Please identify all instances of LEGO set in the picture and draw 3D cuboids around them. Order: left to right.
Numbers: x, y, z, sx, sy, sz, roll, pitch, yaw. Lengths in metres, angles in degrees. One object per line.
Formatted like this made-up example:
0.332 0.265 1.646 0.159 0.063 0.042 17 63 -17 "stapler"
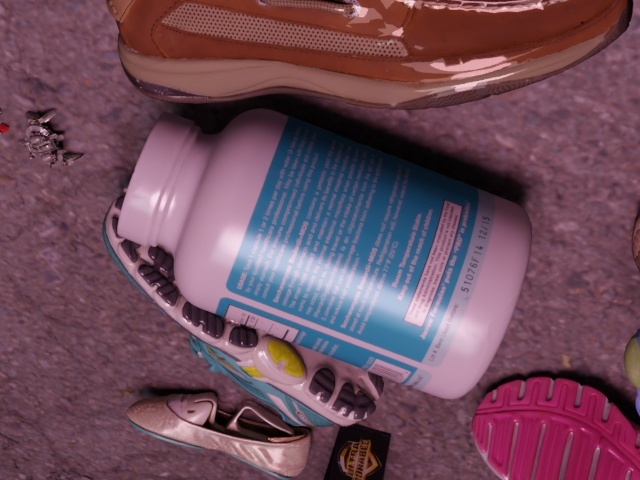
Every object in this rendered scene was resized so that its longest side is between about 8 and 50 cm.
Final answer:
-0.219 -0.077 0.954 0.083 0.023 0.054 16 136 2 "LEGO set"

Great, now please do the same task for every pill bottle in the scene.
0.000 0.000 0.873 0.264 0.146 0.146 21 135 -3 "pill bottle"

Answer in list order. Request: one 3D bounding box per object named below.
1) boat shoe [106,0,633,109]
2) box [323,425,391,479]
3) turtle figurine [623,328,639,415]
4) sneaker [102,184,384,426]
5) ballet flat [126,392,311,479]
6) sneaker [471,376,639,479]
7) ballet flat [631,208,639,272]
0.015 -0.154 0.740 0.324 0.122 0.120 -2 129 18 "boat shoe"
0.008 0.298 1.107 0.051 0.220 0.175 14 136 1 "box"
0.334 0.045 0.764 0.266 0.198 0.275 1 120 -3 "turtle figurine"
-0.072 0.066 0.996 0.110 0.107 0.275 -21 124 44 "sneaker"
-0.088 0.162 1.136 0.168 0.057 0.052 19 108 -6 "ballet flat"
0.240 0.192 1.014 0.252 0.103 0.111 21 162 17 "sneaker"
0.287 0.066 0.909 0.084 0.058 0.250 -11 128 26 "ballet flat"
